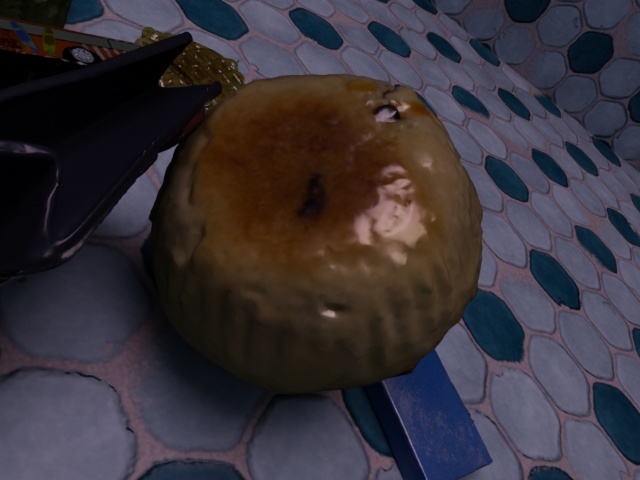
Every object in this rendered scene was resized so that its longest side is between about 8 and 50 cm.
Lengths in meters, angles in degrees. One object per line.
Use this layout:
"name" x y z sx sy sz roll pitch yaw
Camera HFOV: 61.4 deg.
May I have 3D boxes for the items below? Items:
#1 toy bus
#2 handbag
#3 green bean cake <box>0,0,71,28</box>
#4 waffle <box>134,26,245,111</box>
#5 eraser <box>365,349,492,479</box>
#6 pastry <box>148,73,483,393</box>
"toy bus" -0.422 -0.239 0.712 0.409 0.093 0.092 -4 56 -42
"handbag" -0.273 -0.062 0.503 0.122 0.303 0.329 61 31 -21
"green bean cake" -0.477 -0.401 0.806 0.200 0.113 0.214 15 45 -30
"waffle" -0.230 -0.295 0.957 0.214 0.054 0.207 12 49 -23
"eraser" 0.122 0.195 0.790 0.144 0.042 0.311 0 54 -39
"pastry" 0.000 0.000 0.649 0.389 0.312 0.388 0 58 0
